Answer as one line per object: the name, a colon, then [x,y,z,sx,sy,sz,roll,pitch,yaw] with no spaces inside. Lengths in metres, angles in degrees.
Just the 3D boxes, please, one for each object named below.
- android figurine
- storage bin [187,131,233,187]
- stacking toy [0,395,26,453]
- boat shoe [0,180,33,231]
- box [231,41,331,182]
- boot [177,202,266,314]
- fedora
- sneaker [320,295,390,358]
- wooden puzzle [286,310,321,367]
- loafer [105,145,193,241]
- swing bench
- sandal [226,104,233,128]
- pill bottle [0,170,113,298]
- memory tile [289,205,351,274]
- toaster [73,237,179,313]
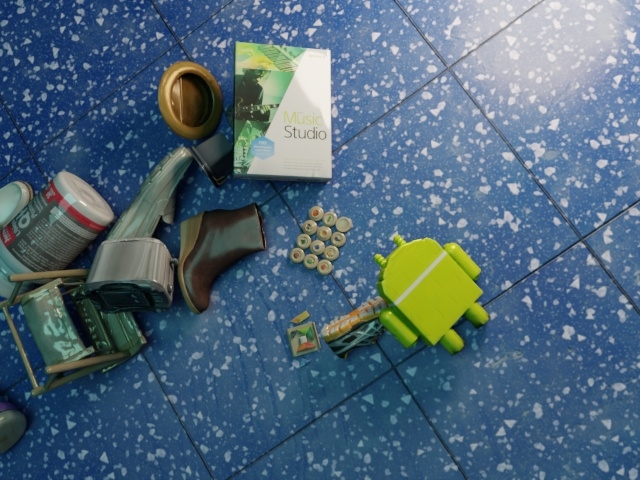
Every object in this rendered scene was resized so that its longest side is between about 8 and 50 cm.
android figurine: [0.233,0.109,1.553,0.273,0.056,0.248,45,76,-1]
storage bin: [-0.246,-0.194,1.730,0.091,0.135,0.098,-37,75,-4]
stacking toy: [-0.892,0.391,1.811,0.330,0.141,0.141,37,92,23]
boat shoe: [-0.877,-0.037,1.873,0.113,0.103,0.302,42,93,16]
box: [-0.090,-0.300,1.693,0.232,0.058,0.322,1,80,-13]
boot: [-0.231,0.040,1.706,0.206,0.090,0.248,-11,76,14]
fedora: [-0.334,-0.342,1.779,0.079,0.194,0.194,-5,78,51]
sneaker: [0.109,0.191,1.613,0.215,0.084,0.083,-26,104,4]
wooden puzzle: [-0.041,0.229,1.671,0.078,0.014,0.116,-25,77,10]
loafer: [-0.404,-0.085,1.771,0.111,0.112,0.319,34,95,-21]
swing bench: [-0.593,0.197,1.718,0.165,0.254,0.253,-44,68,45]
sandal: [-0.149,-0.282,1.767,0.179,0.040,0.067,20,92,2]
pill bottle: [-0.684,-0.004,1.783,0.318,0.176,0.176,-45,74,4]
memory tile: [0.000,0.000,1.696,0.113,0.012,0.148,24,88,16]
toaster: [-0.445,0.082,1.671,0.227,0.129,0.146,-3,52,8]
